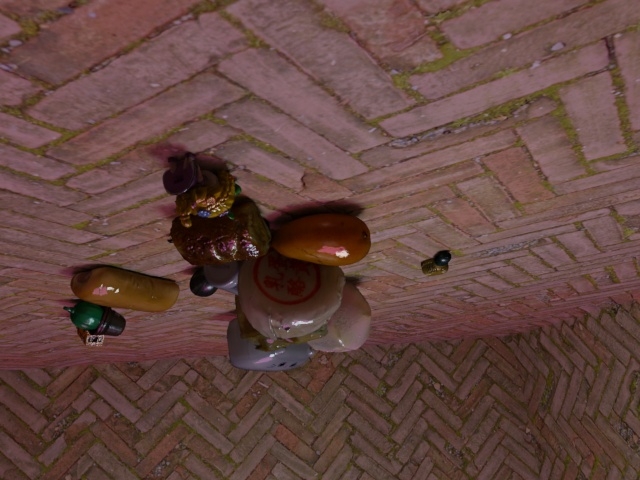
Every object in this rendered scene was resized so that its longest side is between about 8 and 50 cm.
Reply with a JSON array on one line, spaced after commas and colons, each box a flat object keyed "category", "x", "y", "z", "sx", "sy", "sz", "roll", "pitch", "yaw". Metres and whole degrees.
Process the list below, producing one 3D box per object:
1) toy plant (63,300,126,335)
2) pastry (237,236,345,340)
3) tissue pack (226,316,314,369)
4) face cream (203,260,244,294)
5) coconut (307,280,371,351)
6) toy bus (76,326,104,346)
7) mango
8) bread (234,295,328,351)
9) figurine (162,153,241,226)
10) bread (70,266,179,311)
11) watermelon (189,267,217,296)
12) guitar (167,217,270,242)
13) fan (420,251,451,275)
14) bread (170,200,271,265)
[{"category": "toy plant", "x": -0.723, "y": 0.242, "z": 1.768, "sx": 0.200, "sy": 0.105, "sz": 0.143, "roll": 33, "pitch": 161, "yaw": -34}, {"category": "pastry", "x": -0.069, "y": 0.102, "z": 1.295, "sx": 0.265, "sy": 0.265, "sz": 0.133, "roll": -2, "pitch": 149, "yaw": -13}, {"category": "tissue pack", "x": -0.183, "y": 0.389, "z": 2.168, "sx": 0.236, "sy": 0.229, "sz": 0.333, "roll": -16, "pitch": 160, "yaw": 27}, {"category": "face cream", "x": -0.204, "y": 0.096, "z": 1.469, "sx": 0.101, "sy": 0.101, "sz": 0.251, "roll": -11, "pitch": 162, "yaw": 16}, {"category": "coconut", "x": 0.053, "y": 0.252, "z": 1.819, "sx": 0.245, "sy": 0.233, "sz": 0.233, "roll": -12, "pitch": 162, "yaw": 33}, {"category": "toy bus", "x": -0.777, "y": 0.300, "z": 1.879, "sx": 0.069, "sy": 0.074, "sz": 0.162, "roll": 7, "pitch": -173, "yaw": -36}, {"category": "mango", "x": 0.000, "y": 0.000, "z": 1.215, "sx": 0.219, "sy": 0.112, "sz": 0.145, "roll": -3, "pitch": 163, "yaw": 0}, {"category": "bread", "x": -0.112, "y": 0.213, "z": 1.681, "sx": 0.252, "sy": 0.238, "sz": 0.196, "roll": -9, "pitch": 175, "yaw": 29}, {"category": "figurine", "x": -0.193, "y": -0.067, "z": 0.947, "sx": 0.094, "sy": 0.115, "sz": 0.156, "roll": -2, "pitch": 167, "yaw": 23}, {"category": "bread", "x": -0.524, "y": 0.141, "z": 1.529, "sx": 0.142, "sy": 0.091, "sz": 0.305, "roll": -10, "pitch": 162, "yaw": 30}, {"category": "watermelon", "x": -0.318, "y": 0.116, "z": 1.532, "sx": 0.078, "sy": 0.078, "sz": 0.110, "roll": 3, "pitch": 160, "yaw": -25}, {"category": "guitar", "x": -0.227, "y": -0.015, "z": 1.236, "sx": 0.233, "sy": 0.025, "sz": 0.088, "roll": -8, "pitch": 162, "yaw": 8}, {"category": "fan", "x": 0.351, "y": 0.070, "z": 1.664, "sx": 0.082, "sy": 0.039, "sz": 0.155, "roll": -4, "pitch": 161, "yaw": -5}, {"category": "bread", "x": -0.199, "y": -0.008, "z": 1.134, "sx": 0.172, "sy": 0.103, "sz": 0.132, "roll": -8, "pitch": 142, "yaw": 15}]
